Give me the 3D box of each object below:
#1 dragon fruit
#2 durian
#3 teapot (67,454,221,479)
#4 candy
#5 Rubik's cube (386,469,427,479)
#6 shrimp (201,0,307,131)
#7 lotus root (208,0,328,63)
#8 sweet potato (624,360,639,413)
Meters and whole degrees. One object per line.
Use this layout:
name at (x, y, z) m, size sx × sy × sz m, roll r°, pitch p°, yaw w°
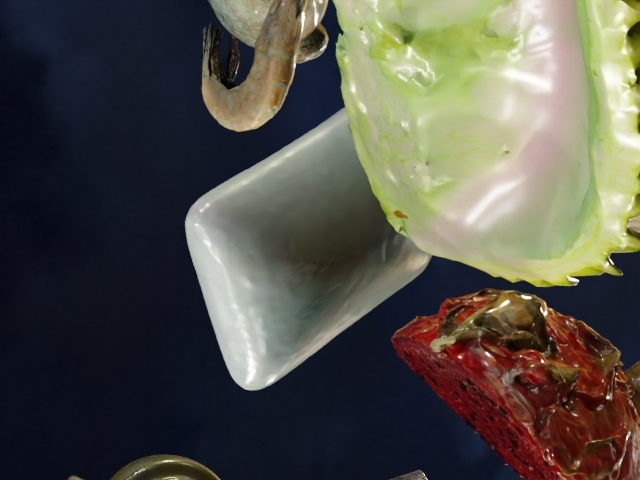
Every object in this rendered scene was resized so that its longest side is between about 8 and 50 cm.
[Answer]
dragon fruit at (0.214, 0.129, 1.115) m, size 0.152 × 0.317 × 0.205 m, roll -41°, pitch -24°, yaw -8°
durian at (0.063, -0.113, 0.499) m, size 0.157 × 0.169 × 0.355 m, roll -81°, pitch -28°, yaw -52°
teapot at (-0.208, 0.370, 1.579) m, size 0.267 × 0.175 × 0.185 m, roll 28°, pitch -105°, yaw -14°
candy at (0.000, 0.000, 0.761) m, size 0.174 × 0.071 × 0.138 m, roll -34°, pitch -54°, yaw -31°
Rubik's cube at (0.023, 0.372, 1.157) m, size 0.207 × 0.205 × 0.205 m, roll -10°, pitch -120°, yaw -42°
shrimp at (-0.068, -0.229, 1.337) m, size 0.046 × 0.152 × 0.219 m, roll 13°, pitch -80°, yaw -42°
lotus root at (-0.074, -0.337, 1.488) m, size 0.175 × 0.175 × 0.349 m, roll -64°, pitch -19°, yaw -19°
sweet potato at (0.334, 0.165, 1.237) m, size 0.243 × 0.077 × 0.077 m, roll -44°, pitch -46°, yaw 5°
